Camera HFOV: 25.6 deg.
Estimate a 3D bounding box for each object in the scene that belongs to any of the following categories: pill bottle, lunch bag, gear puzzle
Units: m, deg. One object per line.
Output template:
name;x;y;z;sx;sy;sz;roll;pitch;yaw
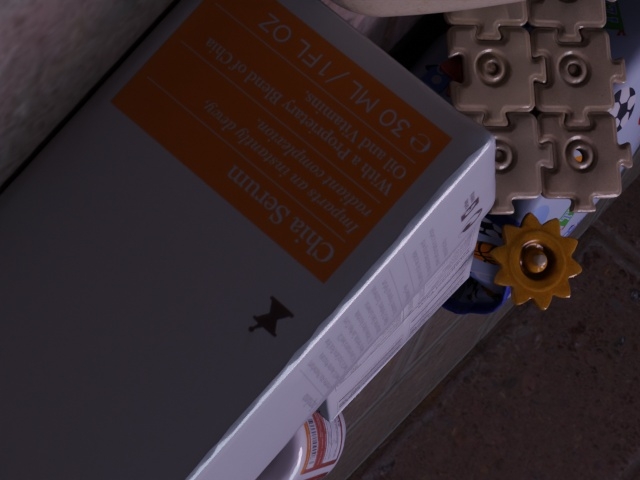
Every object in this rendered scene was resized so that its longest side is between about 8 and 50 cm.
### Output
pill bottle;-0.045;0.205;1.475;0.121;0.121;0.216;-51;165;7
lunch bag;0.209;-0.108;1.516;0.328;0.239;0.385;-49;161;-11
gear puzzle;0.193;-0.105;1.280;0.176;0.338;0.044;-1;172;-15

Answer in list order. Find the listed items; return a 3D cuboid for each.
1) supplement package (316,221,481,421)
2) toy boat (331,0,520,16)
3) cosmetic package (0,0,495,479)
supplement package;0.000;0.000;1.214;0.198;0.199;0.262;-46;166;-12
toy boat;0.077;-0.254;0.840;0.318;0.268;0.148;40;47;-65
cosmetic package;-0.111;0.050;0.951;0.453;0.230;0.161;-49;166;-6
